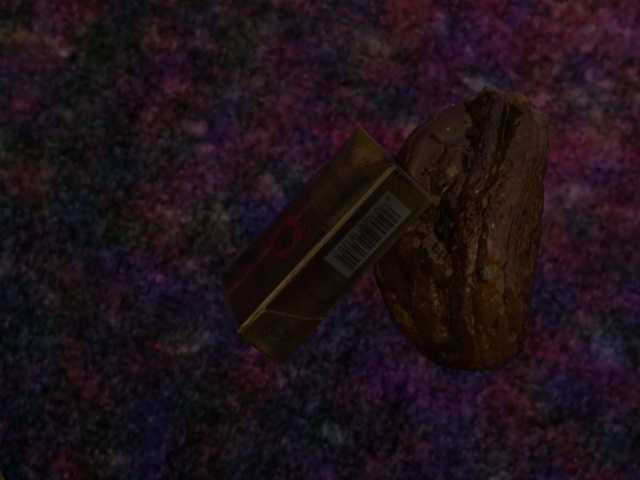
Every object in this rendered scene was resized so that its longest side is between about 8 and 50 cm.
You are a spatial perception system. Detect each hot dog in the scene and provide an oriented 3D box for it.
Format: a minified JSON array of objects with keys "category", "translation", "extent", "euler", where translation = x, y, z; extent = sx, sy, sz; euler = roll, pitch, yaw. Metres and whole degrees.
[{"category":"hot dog","translation":[0.196,-0.020,1.541],"extent":[0.174,0.387,0.267],"euler":[10,-6,-33]}]

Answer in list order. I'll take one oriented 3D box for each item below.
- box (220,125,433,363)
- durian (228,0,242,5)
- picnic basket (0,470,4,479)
[{"category":"box","translation":[0.000,0.000,1.234],"extent":[0.071,0.240,0.159],"euler":[39,9,-25]},{"category":"durian","translation":[0.013,-0.387,1.132],"extent":[0.198,0.394,0.163],"euler":[-37,90,-38]},{"category":"picnic basket","translation":[-0.249,0.230,0.827],"extent":[0.080,0.164,0.115],"euler":[-21,23,-17]}]
